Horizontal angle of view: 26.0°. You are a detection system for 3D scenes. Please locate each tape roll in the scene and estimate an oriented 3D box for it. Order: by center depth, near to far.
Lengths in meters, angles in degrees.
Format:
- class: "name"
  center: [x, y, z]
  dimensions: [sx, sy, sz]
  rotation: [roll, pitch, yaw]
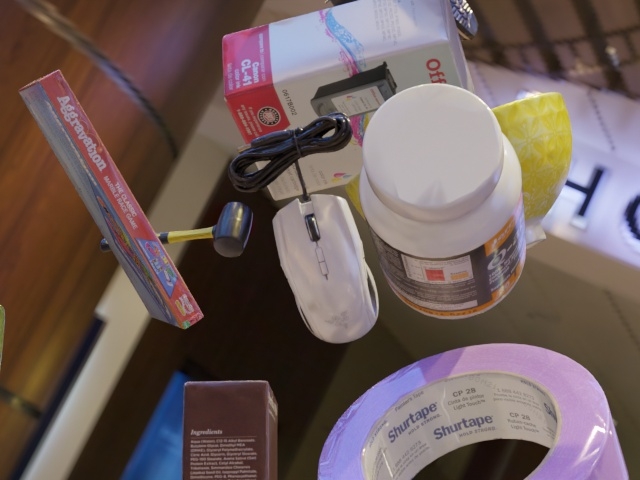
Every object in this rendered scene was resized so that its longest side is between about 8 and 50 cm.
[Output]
- class: "tape roll"
  center: [0.140, 0.215, 1.283]
  dimensions: [0.275, 0.275, 0.090]
  rotation: [13, -45, 45]

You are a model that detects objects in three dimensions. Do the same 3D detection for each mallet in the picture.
- class: "mallet"
  center: [-0.170, 0.003, 1.613]
  dimensions: [0.190, 0.062, 0.039]
  rotation: [-12, -47, 13]

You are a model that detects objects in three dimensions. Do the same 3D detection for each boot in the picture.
- class: "boot"
  center: [0.119, -0.336, 2.023]
  dimensions: [0.198, 0.077, 0.137]
  rotation: [41, -56, -12]

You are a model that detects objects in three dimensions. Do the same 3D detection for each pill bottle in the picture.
- class: "pill bottle"
  center: [0.125, -0.036, 1.406]
  dimensions: [0.162, 0.162, 0.278]
  rotation: [22, -17, 17]

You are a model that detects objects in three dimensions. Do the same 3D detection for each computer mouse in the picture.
- class: "computer mouse"
  center: [0.000, 0.000, 1.121]
  dimensions: [0.042, 0.106, 0.193]
  rotation: [-93, 165, -73]

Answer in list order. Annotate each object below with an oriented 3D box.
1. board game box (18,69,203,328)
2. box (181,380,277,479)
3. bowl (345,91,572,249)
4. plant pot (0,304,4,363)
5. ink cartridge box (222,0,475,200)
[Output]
- class: "board game box"
  center: [-0.216, -0.040, 1.413]
  dimensions: [0.281, 0.027, 0.145]
  rotation: [61, -16, -12]
- class: "box"
  center: [-0.136, 0.417, 2.117]
  dimensions: [0.143, 0.381, 0.191]
  rotation: [-3, -17, 2]
- class: "bowl"
  center: [0.192, -0.050, 1.685]
  dimensions: [0.289, 0.289, 0.156]
  rotation: [128, -61, -77]
- class: "plant pot"
  center: [-0.460, 0.134, 1.324]
  dimensions: [0.207, 0.228, 0.227]
  rotation: [-17, -38, 25]
- class: "ink cartridge box"
  center: [0.045, -0.196, 1.867]
  dimensions: [0.306, 0.131, 0.226]
  rotation: [-12, -41, 12]
